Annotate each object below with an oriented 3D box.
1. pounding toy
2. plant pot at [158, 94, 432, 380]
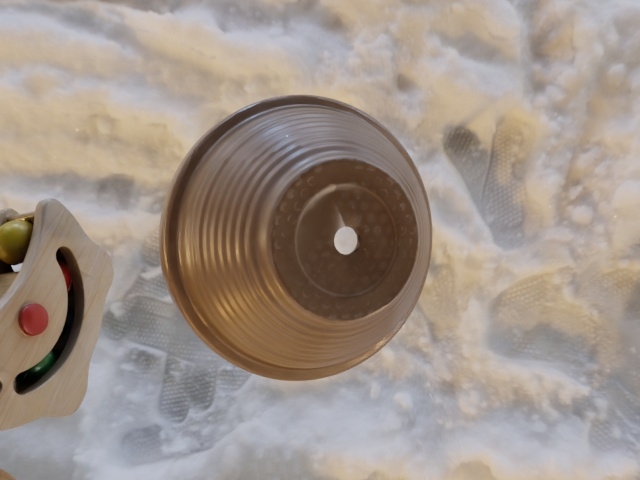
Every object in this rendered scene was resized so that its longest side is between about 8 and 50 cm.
[{"bbox_3d":[-0.316,0.097,0.564,0.154,0.154,0.270,-8,63,27],"label":"pounding toy"},{"bbox_3d":[0.000,0.000,0.482,0.237,0.109,0.238,-1,93,-21],"label":"plant pot"}]
